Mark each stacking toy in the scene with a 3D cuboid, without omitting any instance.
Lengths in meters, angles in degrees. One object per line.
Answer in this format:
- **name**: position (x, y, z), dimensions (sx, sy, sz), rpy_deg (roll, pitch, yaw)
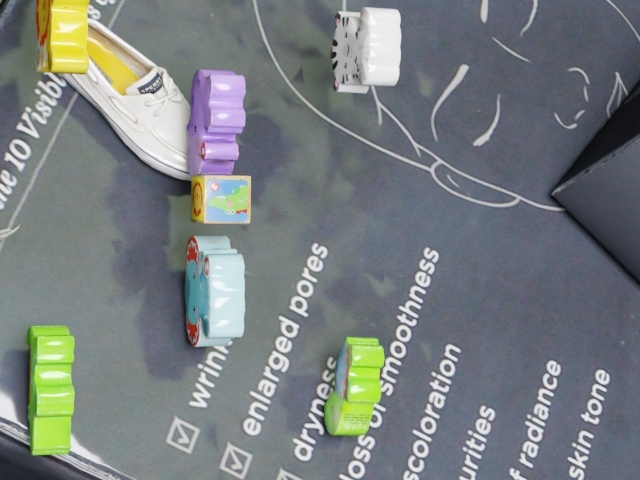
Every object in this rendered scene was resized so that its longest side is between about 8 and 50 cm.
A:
- **stacking toy**: position (-0.052, -0.013, 0.719), dimensions (0.167, 0.052, 0.221), rpy_deg (2, 92, -21)

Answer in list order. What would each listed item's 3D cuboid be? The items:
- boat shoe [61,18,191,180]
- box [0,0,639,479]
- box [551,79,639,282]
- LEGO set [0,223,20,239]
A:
- **boat shoe**: position (-0.085, -0.070, 0.747), dimensions (0.100, 0.035, 0.035), rpy_deg (45, 60, -3)
- **box**: position (0.000, 0.000, 0.944), dimensions (0.471, 0.297, 0.480), rpy_deg (29, 63, -14)
- **box**: position (0.254, -0.055, 0.852), dimensions (0.153, 0.108, 0.207), rpy_deg (45, 61, -4)
- **LEGO set**: position (-0.170, -0.003, 0.698), dimensions (0.054, 0.023, 0.083), rpy_deg (30, 76, -9)
